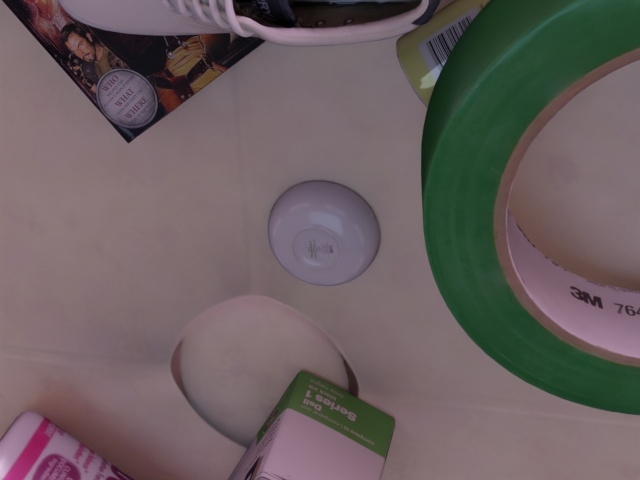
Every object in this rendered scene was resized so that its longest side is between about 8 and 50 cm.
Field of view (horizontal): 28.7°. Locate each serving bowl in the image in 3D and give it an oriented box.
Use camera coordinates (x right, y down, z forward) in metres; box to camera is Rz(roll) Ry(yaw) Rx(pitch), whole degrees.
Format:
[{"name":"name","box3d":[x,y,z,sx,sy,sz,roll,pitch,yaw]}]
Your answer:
[{"name":"serving bowl","box3d":[0.000,0.000,0.899,0.083,0.027,0.083,6,121,11]}]

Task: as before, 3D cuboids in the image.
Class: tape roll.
[{"name":"tape roll","box3d":[0.221,-0.035,0.755,0.321,0.077,0.321,1,126,1]}]

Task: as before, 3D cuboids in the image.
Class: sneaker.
[{"name":"sneaker","box3d":[-0.047,-0.159,0.730,0.258,0.091,0.094,-3,118,16]}]

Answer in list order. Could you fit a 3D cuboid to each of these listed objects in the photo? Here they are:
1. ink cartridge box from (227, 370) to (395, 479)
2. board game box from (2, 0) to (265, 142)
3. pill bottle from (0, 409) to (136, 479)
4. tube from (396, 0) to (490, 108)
[{"name":"ink cartridge box","box3d":[-0.035,0.229,0.927,0.092,0.219,0.160,30,122,-3]},{"name":"board game box","box3d":[-0.089,-0.192,0.803,0.243,0.042,0.165,-33,107,28]},{"name":"pill bottle","box3d":[-0.174,0.281,1.030,0.283,0.160,0.160,37,122,-8]},{"name":"tube","box3d":[0.160,-0.156,0.753,0.240,0.070,0.062,-30,63,25]}]
